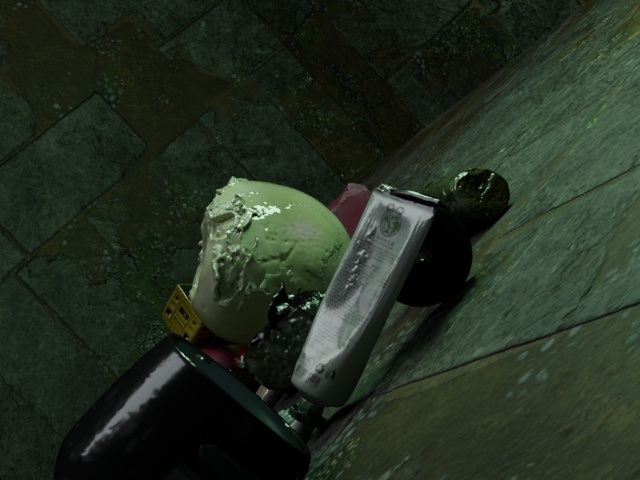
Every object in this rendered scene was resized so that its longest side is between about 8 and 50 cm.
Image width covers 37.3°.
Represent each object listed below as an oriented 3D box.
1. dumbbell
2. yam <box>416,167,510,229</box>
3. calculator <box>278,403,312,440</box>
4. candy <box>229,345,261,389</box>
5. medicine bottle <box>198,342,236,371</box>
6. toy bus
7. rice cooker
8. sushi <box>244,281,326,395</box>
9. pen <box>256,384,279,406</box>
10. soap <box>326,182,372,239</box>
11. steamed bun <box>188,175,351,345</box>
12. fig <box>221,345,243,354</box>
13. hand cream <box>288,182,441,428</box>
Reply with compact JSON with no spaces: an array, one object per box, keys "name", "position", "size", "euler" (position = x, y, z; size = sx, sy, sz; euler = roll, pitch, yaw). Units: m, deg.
[{"name":"dumbbell","position":[0.140,0.009,1.371],"size":[0.143,0.143,0.325],"euler":[-42,5,8]},{"name":"yam","position":[0.222,-0.060,1.551],"size":[0.107,0.107,0.183],"euler":[-46,9,-27]},{"name":"calculator","position":[-0.119,0.330,1.302],"size":[0.295,0.042,0.184],"euler":[-41,4,-13]},{"name":"candy","position":[-0.116,0.227,1.896],"size":[0.059,0.086,0.292],"euler":[-22,15,26]},{"name":"medicine bottle","position":[-0.228,0.301,1.823],"size":[0.147,0.147,0.247],"euler":[-42,5,15]},{"name":"toy bus","position":[-0.171,0.154,2.024],"size":[0.335,0.121,0.123],"euler":[3,-52,-51]},{"name":"rice cooker","position":[-0.151,0.253,1.052],"size":[0.224,0.267,0.267],"euler":[-50,6,-6]},{"name":"sushi","position":[-0.039,0.153,1.564],"size":[0.212,0.147,0.115],"euler":[-48,4,42]},{"name":"pen","position":[-0.102,0.282,1.636],"size":[0.053,0.032,0.197],"euler":[-40,8,40]},{"name":"soap","position":[0.000,0.000,2.661],"size":[0.359,0.128,0.233],"euler":[-39,8,42]},{"name":"steamed bun","position":[-0.079,0.033,1.803],"size":[0.233,0.312,0.334],"euler":[128,144,-62]},{"name":"fig","position":[-0.218,0.261,2.195],"size":[0.154,0.144,0.165],"euler":[0,-16,-38]},{"name":"hand cream","position":[0.048,0.085,1.245],"size":[0.121,0.076,0.336],"euler":[27,94,47]}]
